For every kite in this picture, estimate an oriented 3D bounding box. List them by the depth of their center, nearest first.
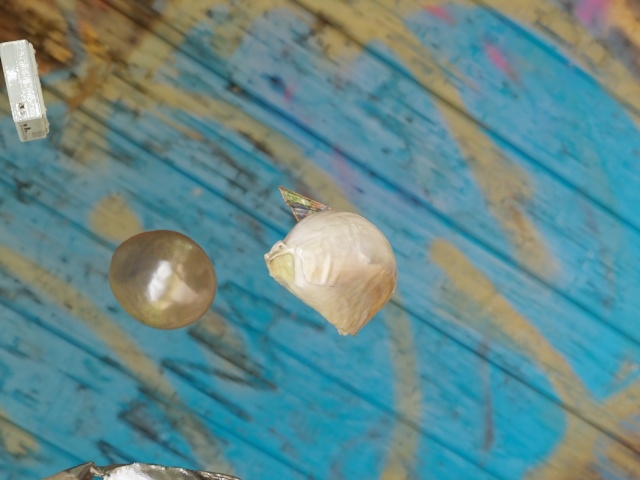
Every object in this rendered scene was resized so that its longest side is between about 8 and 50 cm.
[{"bbox_3d":[0.000,0.000,1.619,0.159,0.190,0.010,-12,-26,-35],"label":"kite"}]

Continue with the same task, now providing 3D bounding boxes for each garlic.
[{"bbox_3d":[0.019,0.024,1.133,0.101,0.087,0.195,-53,-25,-5],"label":"garlic"}]

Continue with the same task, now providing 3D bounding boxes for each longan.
[{"bbox_3d":[-0.267,0.065,1.997,0.167,0.187,0.167,-45,-35,-45],"label":"longan"}]

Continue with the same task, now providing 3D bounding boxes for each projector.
[{"bbox_3d":[-0.516,-0.261,2.065,0.115,0.061,0.147,127,131,-73],"label":"projector"}]

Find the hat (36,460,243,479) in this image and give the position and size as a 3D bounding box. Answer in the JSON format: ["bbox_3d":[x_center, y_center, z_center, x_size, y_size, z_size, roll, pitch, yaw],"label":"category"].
[{"bbox_3d":[-0.143,0.382,0.919,0.382,0.366,0.257,-61,-9,3],"label":"hat"}]
